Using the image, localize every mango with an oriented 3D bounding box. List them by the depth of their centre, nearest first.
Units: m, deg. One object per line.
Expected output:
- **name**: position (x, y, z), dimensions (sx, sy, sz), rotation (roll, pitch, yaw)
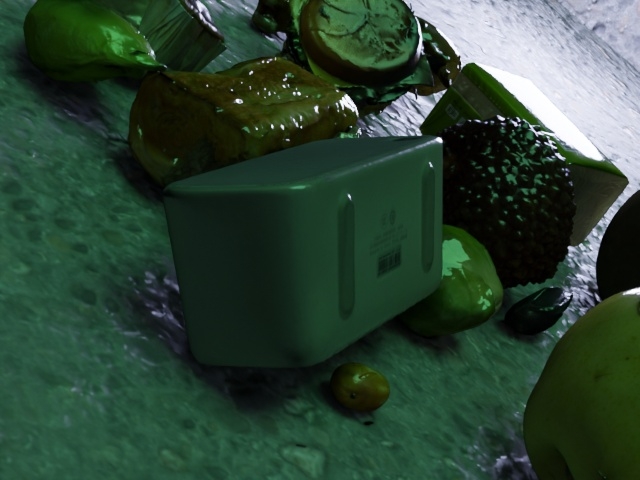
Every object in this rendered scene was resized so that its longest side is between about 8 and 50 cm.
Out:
- **mango**: position (0.046, 0.156, 1.474), dimensions (0.060, 0.046, 0.089), rotation (44, 21, 21)

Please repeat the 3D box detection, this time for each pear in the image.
- **pear**: position (0.373, 0.205, 1.513), dimensions (0.309, 0.309, 0.309), rotation (28, 25, -14)

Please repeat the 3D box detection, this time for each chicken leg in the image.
- **chicken leg**: position (0.070, -0.351, 2.350), dimensions (0.361, 0.140, 0.211), rotation (20, -3, 2)

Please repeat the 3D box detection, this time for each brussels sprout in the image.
- **brussels sprout**: position (0.149, 0.051, 1.710), dimensions (0.155, 0.117, 0.155), rotation (16, 61, -30)

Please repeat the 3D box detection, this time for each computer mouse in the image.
- **computer mouse**: position (0.306, 0.101, 1.881), dimensions (0.135, 0.079, 0.047), rotation (-8, 63, -53)

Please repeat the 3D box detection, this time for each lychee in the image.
- **lychee**: position (0.241, -0.037, 1.872), dimensions (0.271, 0.271, 0.271), rotation (28, 25, -14)

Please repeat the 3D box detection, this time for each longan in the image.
- **longan**: position (0.565, 0.036, 2.064), dimensions (0.297, 0.297, 0.297), rotation (28, 25, -14)

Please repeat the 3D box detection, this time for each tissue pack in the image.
- **tissue pack**: position (0.331, -0.140, 2.245), dimensions (0.200, 0.167, 0.275), rotation (10, 32, -46)

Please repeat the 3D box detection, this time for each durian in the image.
- **durian**: position (-0.288, -0.250, 1.684), dimensions (0.139, 0.101, 0.250), rotation (-7, 20, -26)

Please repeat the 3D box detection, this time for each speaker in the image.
- **speaker**: position (0.000, 0.000, 1.478), dimensions (0.183, 0.184, 0.406), rotation (1, 11, 26)

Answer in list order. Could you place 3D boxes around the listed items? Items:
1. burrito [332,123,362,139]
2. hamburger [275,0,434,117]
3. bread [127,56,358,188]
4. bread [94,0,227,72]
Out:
- **burrito**: position (0.034, -0.060, 1.747), dimensions (0.042, 0.171, 0.051), rotation (15, 19, 34)
- **hamburger**: position (0.056, -0.302, 2.155), dimensions (0.261, 0.139, 0.243), rotation (-4, 62, -17)
- **bread**: position (-0.097, -0.132, 1.707), dimensions (0.195, 0.149, 0.344), rotation (32, 23, 19)
- **bread**: position (-0.239, -0.322, 1.865), dimensions (0.210, 0.110, 0.192), rotation (43, 4, 18)
